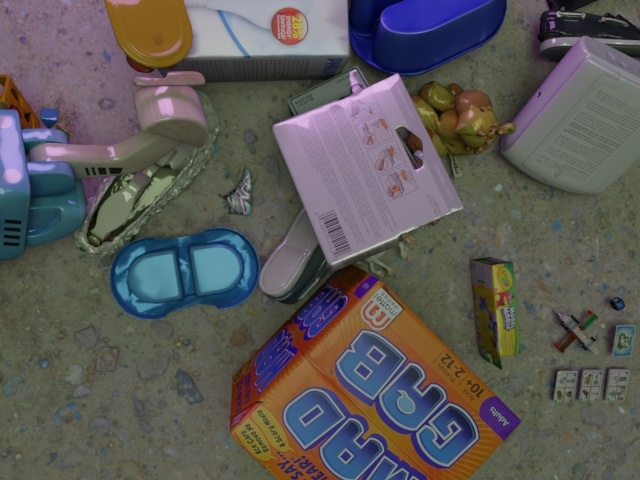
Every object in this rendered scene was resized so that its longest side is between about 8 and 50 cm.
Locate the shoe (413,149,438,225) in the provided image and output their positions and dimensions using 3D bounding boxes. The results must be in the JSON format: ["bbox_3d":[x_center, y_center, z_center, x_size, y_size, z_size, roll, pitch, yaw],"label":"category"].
[{"bbox_3d":[0.224,-0.105,1.381,0.081,0.063,0.178,-43,129,0],"label":"shoe"}]

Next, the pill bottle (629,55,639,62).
[{"bbox_3d":[0.635,-0.333,1.413,0.221,0.121,0.121,0,94,-7],"label":"pill bottle"}]

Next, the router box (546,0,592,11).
[{"bbox_3d":[0.566,-0.579,1.427,0.179,0.046,0.133,-24,97,-4],"label":"router box"}]

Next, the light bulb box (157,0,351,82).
[{"bbox_3d":[-0.136,-0.498,1.258,0.361,0.225,0.358,-3,94,-5],"label":"light bulb box"}]

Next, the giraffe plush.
[{"bbox_3d":[0.286,-0.235,1.335,0.181,0.170,0.210,-35,99,-19],"label":"giraffe plush"}]

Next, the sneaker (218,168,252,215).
[{"bbox_3d":[-0.177,-0.101,1.371,0.069,0.038,0.098,1,93,-8],"label":"sneaker"}]

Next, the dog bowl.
[{"bbox_3d":[-0.274,0.064,1.353,0.297,0.074,0.166,-9,95,-7],"label":"dog bowl"}]

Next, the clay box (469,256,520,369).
[{"bbox_3d":[0.373,0.152,1.408,0.053,0.127,0.222,-8,95,-7],"label":"clay box"}]

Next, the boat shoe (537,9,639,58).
[{"bbox_3d":[0.610,-0.441,1.407,0.302,0.114,0.091,-1,87,-15],"label":"boat shoe"}]

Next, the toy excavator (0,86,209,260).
[{"bbox_3d":[-0.463,-0.127,1.174,0.445,0.433,0.222,-7,66,-31],"label":"toy excavator"}]

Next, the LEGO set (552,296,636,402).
[{"bbox_3d":[0.613,0.244,1.494,0.182,0.060,0.244,1,102,-10],"label":"LEGO set"}]

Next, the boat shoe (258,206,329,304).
[{"bbox_3d":[0.000,0.000,1.387,0.319,0.116,0.099,-51,142,-9],"label":"boat shoe"}]

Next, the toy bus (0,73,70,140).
[{"bbox_3d":[-0.593,-0.219,1.269,0.191,0.104,0.202,20,134,-31],"label":"toy bus"}]

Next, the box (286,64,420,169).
[{"bbox_3d":[0.071,-0.183,1.318,0.169,0.087,0.290,-28,74,-3],"label":"box"}]

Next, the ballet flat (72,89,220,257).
[{"bbox_3d":[-0.338,-0.124,1.305,0.147,0.147,0.409,37,88,-8],"label":"ballet flat"}]

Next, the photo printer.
[{"bbox_3d":[0.538,-0.230,1.341,0.256,0.307,0.107,23,47,-8],"label":"photo printer"}]

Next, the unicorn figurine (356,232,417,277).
[{"bbox_3d":[0.123,0.025,1.409,0.111,0.060,0.162,47,68,-10],"label":"unicorn figurine"}]

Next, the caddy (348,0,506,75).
[{"bbox_3d":[0.216,-0.478,1.330,0.341,0.179,0.241,-26,74,-4],"label":"caddy"}]

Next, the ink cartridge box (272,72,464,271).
[{"bbox_3d":[0.083,-0.127,1.220,0.261,0.066,0.296,-22,75,0],"label":"ink cartridge box"}]

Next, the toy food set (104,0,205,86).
[{"bbox_3d":[-0.284,-0.344,1.101,0.128,0.071,0.218,-16,88,-24],"label":"toy food set"}]

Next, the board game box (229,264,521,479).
[{"bbox_3d":[0.077,0.300,1.266,0.356,0.356,0.356,-45,97,-2],"label":"board game box"}]

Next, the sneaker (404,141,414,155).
[{"bbox_3d":[0.146,-0.173,1.392,0.158,0.065,0.061,-10,95,-6],"label":"sneaker"}]
